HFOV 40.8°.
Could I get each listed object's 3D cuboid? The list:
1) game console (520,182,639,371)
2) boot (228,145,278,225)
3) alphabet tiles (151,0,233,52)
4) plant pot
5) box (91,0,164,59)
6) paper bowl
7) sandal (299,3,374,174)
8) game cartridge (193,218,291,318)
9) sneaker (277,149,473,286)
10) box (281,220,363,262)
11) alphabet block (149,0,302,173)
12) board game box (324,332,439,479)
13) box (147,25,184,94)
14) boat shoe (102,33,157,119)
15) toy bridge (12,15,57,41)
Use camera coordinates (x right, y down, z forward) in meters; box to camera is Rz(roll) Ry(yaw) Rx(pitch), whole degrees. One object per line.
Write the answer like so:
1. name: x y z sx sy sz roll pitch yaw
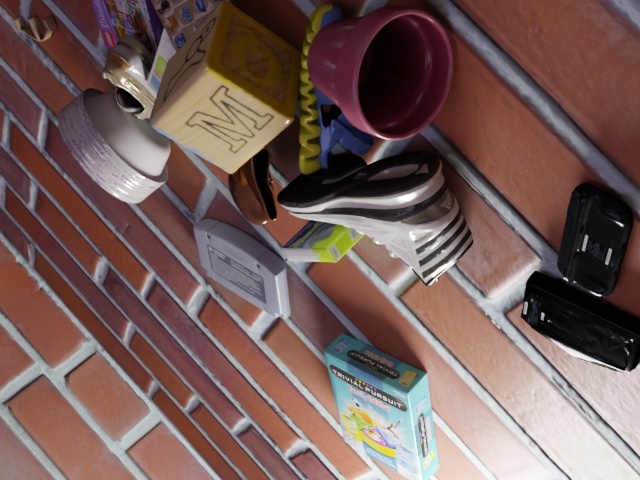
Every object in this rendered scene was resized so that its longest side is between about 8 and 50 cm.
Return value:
1. game console: 0.447 0.068 1.412 0.213 0.044 0.361 28 142 29
2. boot: -0.118 -0.108 1.774 0.280 0.096 0.264 -128 30 -60
3. alphabet tiles: -0.231 -0.463 1.623 0.198 0.009 0.237 -23 98 30
4. plant pot: 0.080 -0.278 1.379 0.180 0.201 0.201 29 144 49
5. box: -0.417 -0.532 1.840 0.201 0.057 0.293 25 140 32
6. paper bowl: -0.471 -0.240 2.044 0.148 0.284 0.284 -36 94 14
7. sandal: 0.030 -0.266 1.537 0.138 0.126 0.317 2 126 3
8. game cartridge: -0.198 0.063 2.186 0.297 0.062 0.198 29 138 30
9. sneaker: 0.103 -0.021 1.625 0.448 0.169 0.257 5 133 55
10. box: 0.000 0.000 1.824 0.178 0.109 0.042 0 127 51
11. alphabet block: -0.169 -0.277 1.579 0.193 0.192 0.197 29 138 -28
12. board game box: 0.150 0.411 2.088 0.254 0.079 0.336 22 138 37
13. box: -0.270 -0.366 1.786 0.114 0.103 0.203 46 147 6
14. boat shoe: -0.407 -0.329 1.927 0.113 0.103 0.302 29 162 23
15. toy bridge: -0.738 -0.551 2.243 0.188 0.026 0.063 13 134 44
